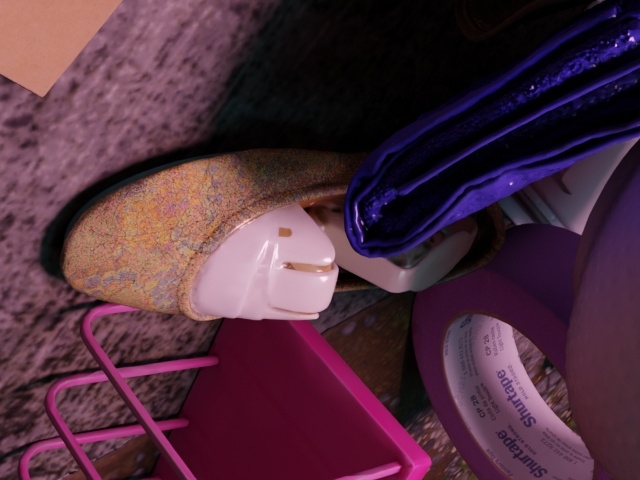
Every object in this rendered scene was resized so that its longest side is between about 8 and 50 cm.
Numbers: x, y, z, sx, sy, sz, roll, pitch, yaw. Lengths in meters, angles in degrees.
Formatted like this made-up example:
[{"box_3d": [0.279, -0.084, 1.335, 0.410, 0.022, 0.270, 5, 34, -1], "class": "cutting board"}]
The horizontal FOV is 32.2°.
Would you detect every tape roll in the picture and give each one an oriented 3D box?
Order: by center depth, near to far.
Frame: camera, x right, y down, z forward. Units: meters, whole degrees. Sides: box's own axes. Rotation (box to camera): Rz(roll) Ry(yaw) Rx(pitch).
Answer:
[{"box_3d": [0.200, 0.127, 0.966, 0.090, 0.275, 0.275, -27, 144, -27], "class": "tape roll"}]

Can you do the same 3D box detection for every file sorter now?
[{"box_3d": [-0.105, 0.202, 0.783, 0.182, 0.202, 0.291, -4, 130, -44], "class": "file sorter"}]

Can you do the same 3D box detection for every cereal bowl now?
[{"box_3d": [0.273, 0.013, 0.735, 0.339, 0.141, 0.339, -29, 136, -33], "class": "cereal bowl"}]

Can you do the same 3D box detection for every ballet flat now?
[{"box_3d": [0.000, 0.000, 0.751, 0.348, 0.123, 0.123, -10, 134, -42], "class": "ballet flat"}]

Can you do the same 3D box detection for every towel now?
[{"box_3d": [0.152, -0.100, 0.702, 0.227, 0.076, 0.308, -26, -175, 29], "class": "towel"}]

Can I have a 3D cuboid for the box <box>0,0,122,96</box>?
[{"box_3d": [-0.122, -0.175, 0.502, 0.201, 0.021, 0.164, -49, 148, 7], "class": "box"}]

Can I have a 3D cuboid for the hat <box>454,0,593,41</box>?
[{"box_3d": [0.188, -0.253, 0.604, 0.331, 0.331, 0.134, -38, 108, -9], "class": "hat"}]

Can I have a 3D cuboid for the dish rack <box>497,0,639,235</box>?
[{"box_3d": [0.291, -0.103, 1.003, 0.285, 0.072, 0.333, -47, 147, 5], "class": "dish rack"}]
